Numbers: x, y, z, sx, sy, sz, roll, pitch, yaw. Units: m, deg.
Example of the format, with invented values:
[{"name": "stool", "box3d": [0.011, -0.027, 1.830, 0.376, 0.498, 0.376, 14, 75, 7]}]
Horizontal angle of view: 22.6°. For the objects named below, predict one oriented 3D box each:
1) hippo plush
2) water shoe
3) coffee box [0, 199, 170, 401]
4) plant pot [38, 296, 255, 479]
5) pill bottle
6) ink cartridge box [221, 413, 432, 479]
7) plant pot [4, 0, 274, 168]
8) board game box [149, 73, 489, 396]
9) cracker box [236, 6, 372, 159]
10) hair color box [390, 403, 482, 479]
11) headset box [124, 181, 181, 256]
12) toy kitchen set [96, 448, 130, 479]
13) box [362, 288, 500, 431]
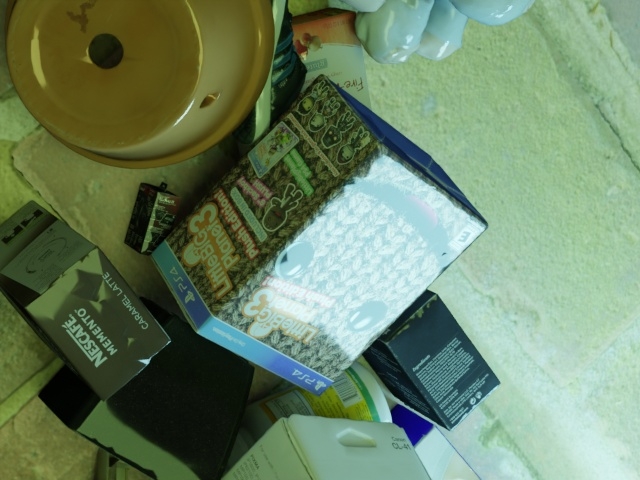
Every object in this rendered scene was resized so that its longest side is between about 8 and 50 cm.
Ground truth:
[{"name": "hippo plush", "box3d": [0.180, -0.329, 1.826, 0.234, 0.237, 0.294, 37, 69, -45]}, {"name": "water shoe", "box3d": [-0.057, -0.206, 1.804, 0.080, 0.073, 0.203, -4, 108, -44]}, {"name": "coffee box", "box3d": [-0.274, 0.059, 1.727, 0.098, 0.246, 0.141, -41, 115, -11]}, {"name": "plant pot", "box3d": [-0.183, 0.171, 1.821, 0.187, 0.188, 0.167, 34, 85, -20]}, {"name": "pill bottle", "box3d": [-0.027, 0.236, 1.956, 0.208, 0.117, 0.117, -23, 110, -19]}, {"name": "ink cartridge box", "box3d": [-0.042, 0.348, 1.860, 0.226, 0.131, 0.306, 10, 132, -49]}, {"name": "plant pot", "box3d": [-0.202, -0.204, 1.662, 0.291, 0.203, 0.290, 1, 103, 5]}, {"name": "board game box", "box3d": [0.000, 0.000, 1.821, 0.291, 0.141, 0.232, -46, 137, 11]}, {"name": "cracker box", "box3d": [-0.021, -0.145, 1.898, 0.156, 0.067, 0.232, -17, 109, -20]}, {"name": "hair color box", "box3d": [0.156, 0.397, 2.087, 0.185, 0.110, 0.339, -45, 118, -10]}, {"name": "headset box", "box3d": [-0.193, -0.027, 1.849, 0.032, 0.062, 0.083, 15, 95, -28]}, {"name": "toy kitchen set", "box3d": [-0.227, 0.283, 1.906, 0.075, 0.083, 0.068, 14, 54, -27]}, {"name": "box", "box3d": [0.116, 0.132, 1.976, 0.093, 0.156, 0.158, -42, 115, -11]}]
